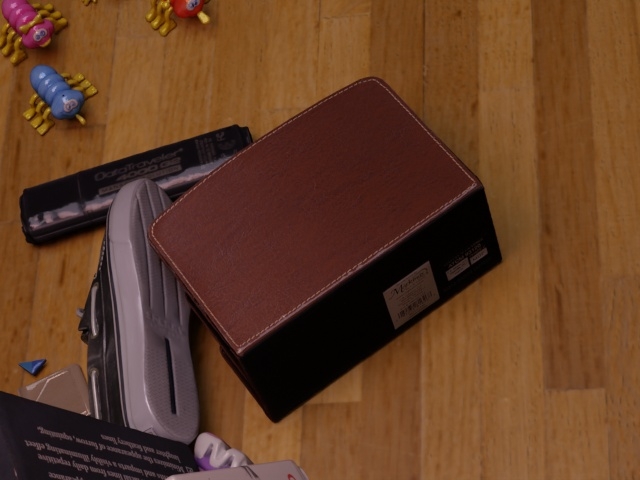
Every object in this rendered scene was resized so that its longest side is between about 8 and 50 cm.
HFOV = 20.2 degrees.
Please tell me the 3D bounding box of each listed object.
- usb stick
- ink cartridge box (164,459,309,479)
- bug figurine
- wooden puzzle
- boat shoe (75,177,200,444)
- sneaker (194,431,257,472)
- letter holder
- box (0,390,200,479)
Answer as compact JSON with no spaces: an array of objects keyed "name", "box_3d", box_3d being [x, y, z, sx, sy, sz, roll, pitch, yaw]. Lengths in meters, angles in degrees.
[{"name":"usb stick","box_3d":[-0.207,-0.063,2.028,0.278,0.045,0.077,-17,51,3]},{"name":"ink cartridge box","box_3d":[-0.065,0.287,1.602,0.092,0.218,0.158,-40,70,22]},{"name":"bug figurine","box_3d":[-0.271,-0.263,2.143,0.279,0.072,0.216,-42,60,-12]},{"name":"wooden puzzle","box_3d":[-0.281,0.174,1.925,0.078,0.014,0.116,-17,58,-2]},{"name":"boat shoe","box_3d":[-0.206,0.084,1.894,0.119,0.121,0.335,-26,48,26]},{"name":"sneaker","box_3d":[-0.053,0.287,1.763,0.236,0.095,0.104,28,74,32]},{"name":"letter holder","box_3d":[0.000,0.000,1.881,0.302,0.152,0.214,-35,57,-8]},{"name":"box","box_3d":[-0.209,0.369,1.597,0.212,0.293,0.395,-39,55,18]}]
